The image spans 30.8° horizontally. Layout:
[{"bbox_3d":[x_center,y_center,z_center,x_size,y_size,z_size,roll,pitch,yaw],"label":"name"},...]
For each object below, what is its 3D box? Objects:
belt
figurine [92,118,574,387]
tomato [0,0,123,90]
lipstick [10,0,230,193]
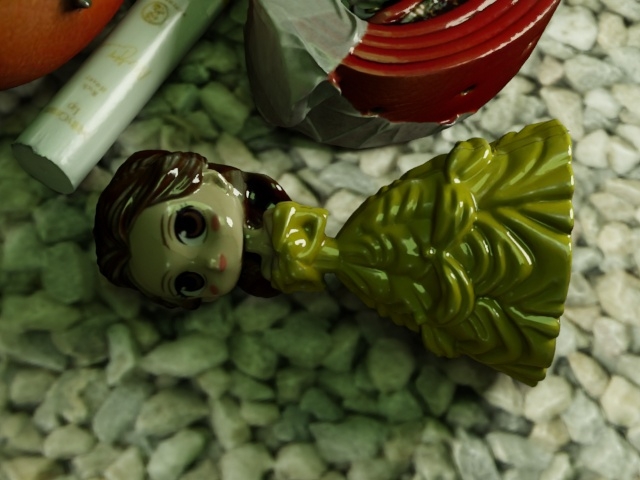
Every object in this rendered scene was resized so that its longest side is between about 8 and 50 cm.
[{"bbox_3d":[0.065,-0.208,0.938,0.227,0.115,0.324,44,65,14],"label":"belt"},{"bbox_3d":[0.000,0.003,0.807,0.315,0.187,0.168,3,55,-1],"label":"figurine"},{"bbox_3d":[-0.285,-0.268,0.819,0.321,0.321,0.321,3,65,-7],"label":"tomato"},{"bbox_3d":[-0.138,-0.148,0.906,0.059,0.059,0.264,32,65,6],"label":"lipstick"}]
